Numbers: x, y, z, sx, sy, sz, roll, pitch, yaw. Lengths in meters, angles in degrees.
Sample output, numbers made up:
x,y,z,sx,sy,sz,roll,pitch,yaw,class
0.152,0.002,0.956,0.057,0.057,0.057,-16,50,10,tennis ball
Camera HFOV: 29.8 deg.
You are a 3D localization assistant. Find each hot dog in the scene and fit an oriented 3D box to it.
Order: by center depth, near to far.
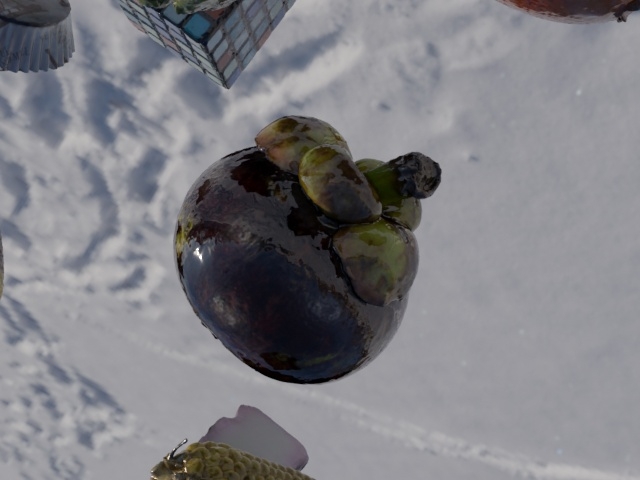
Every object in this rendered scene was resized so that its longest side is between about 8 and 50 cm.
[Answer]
x,y,z,sx,sy,sz,roll,pitch,yaw,class
-0.322,-0.232,1.059,0.268,0.075,0.144,40,-148,22,hot dog

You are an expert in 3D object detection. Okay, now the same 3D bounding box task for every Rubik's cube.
x,y,z,sx,sy,sz,roll,pitch,yaw,class
-0.152,-0.344,1.600,0.184,0.187,0.182,38,174,12,Rubik's cube

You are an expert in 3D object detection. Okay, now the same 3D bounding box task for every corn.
x,y,z,sx,sy,sz,roll,pitch,yaw,class
-0.017,0.262,1.097,0.305,0.106,0.106,23,166,-29,corn

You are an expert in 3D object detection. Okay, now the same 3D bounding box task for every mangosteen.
x,y,z,sx,sy,sz,roll,pitch,yaw,class
0.000,0.000,0.900,0.192,0.217,0.192,45,-161,-20,mangosteen

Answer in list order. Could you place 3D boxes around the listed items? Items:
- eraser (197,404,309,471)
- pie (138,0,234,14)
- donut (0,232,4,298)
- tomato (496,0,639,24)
x,y,z,sx,sy,sz,roll,pitch,yaw,class
-0.188,0.385,1.393,0.122,0.359,0.272,39,-159,5,eraser
-0.055,-0.244,0.920,0.090,0.201,0.248,44,-156,-3,pie
-0.364,0.008,1.177,0.073,0.184,0.166,-13,136,5,donut
0.145,-0.242,0.692,0.188,0.232,0.232,25,163,27,tomato
